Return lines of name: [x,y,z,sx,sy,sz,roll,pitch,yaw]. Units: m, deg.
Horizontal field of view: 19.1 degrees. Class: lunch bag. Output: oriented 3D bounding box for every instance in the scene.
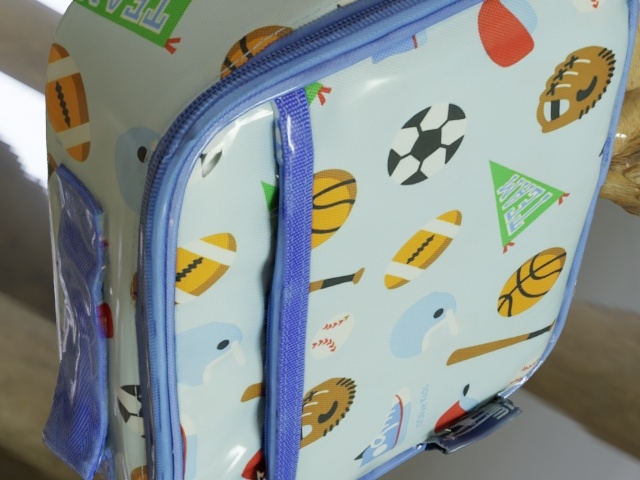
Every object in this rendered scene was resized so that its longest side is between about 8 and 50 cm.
lunch bag: [0.000,0.000,0.768,0.115,0.243,0.303,43,-32,32]

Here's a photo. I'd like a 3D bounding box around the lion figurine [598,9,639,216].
lion figurine: [0.195,-0.173,1.348,0.240,0.392,0.142,-20,-150,-10]
